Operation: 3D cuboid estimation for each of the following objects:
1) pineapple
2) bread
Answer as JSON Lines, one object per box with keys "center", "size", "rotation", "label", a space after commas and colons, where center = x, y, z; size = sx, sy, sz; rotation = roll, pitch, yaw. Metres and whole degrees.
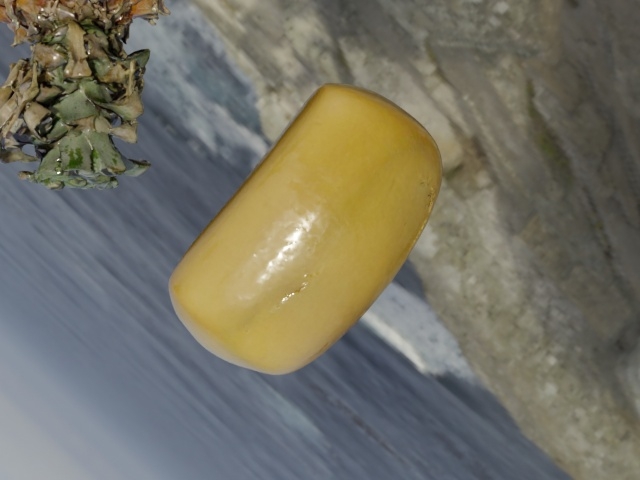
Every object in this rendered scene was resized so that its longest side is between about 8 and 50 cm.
{"center": [-0.251, -0.179, 1.030], "size": [0.262, 0.263, 0.271], "rotation": [114, 152, -72], "label": "pineapple"}
{"center": [0.000, 0.000, 0.729], "size": [0.098, 0.217, 0.147], "rotation": [35, -179, 45], "label": "bread"}
